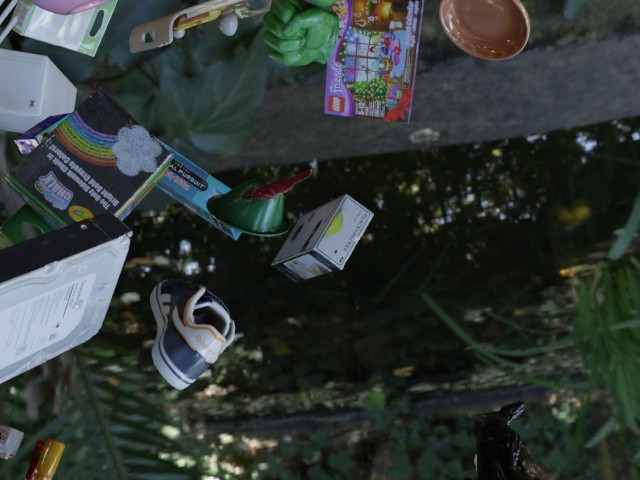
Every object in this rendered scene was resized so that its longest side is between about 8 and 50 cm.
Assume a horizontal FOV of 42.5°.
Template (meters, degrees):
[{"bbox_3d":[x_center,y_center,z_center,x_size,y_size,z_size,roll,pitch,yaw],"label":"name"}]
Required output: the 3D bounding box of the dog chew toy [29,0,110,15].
[{"bbox_3d":[-0.373,-0.487,1.127,0.206,0.332,0.206,-20,-166,5],"label":"dog chew toy"}]

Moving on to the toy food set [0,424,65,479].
[{"bbox_3d":[-0.640,0.466,1.755,0.232,0.105,0.111,7,156,23],"label":"toy food set"}]

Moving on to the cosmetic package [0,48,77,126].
[{"bbox_3d":[-0.754,-0.364,2.084,0.196,0.155,0.365,8,176,-7],"label":"cosmetic package"}]

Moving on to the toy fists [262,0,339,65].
[{"bbox_3d":[-0.015,-0.448,1.538,0.142,0.096,0.279,4,132,-29],"label":"toy fists"}]

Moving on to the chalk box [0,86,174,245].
[{"bbox_3d":[-0.425,-0.089,1.443,0.289,0.180,0.179,-49,-173,-17],"label":"chalk box"}]

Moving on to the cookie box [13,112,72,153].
[{"bbox_3d":[-0.593,-0.232,1.786,0.091,0.040,0.107,1,-144,42],"label":"cookie box"}]

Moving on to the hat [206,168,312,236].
[{"bbox_3d":[-0.116,-0.124,1.692,0.208,0.173,0.184,20,116,6],"label":"hat"}]

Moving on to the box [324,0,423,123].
[{"bbox_3d":[0.117,-0.415,1.845,0.200,0.057,0.293,8,123,8],"label":"box"}]

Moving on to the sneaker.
[{"bbox_3d":[-0.226,0.141,1.491,0.127,0.321,0.126,-40,115,6],"label":"sneaker"}]

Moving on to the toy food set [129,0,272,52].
[{"bbox_3d":[-0.260,-0.492,1.871,0.306,0.092,0.219,-28,-159,-28],"label":"toy food set"}]

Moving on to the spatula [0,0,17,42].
[{"bbox_3d":[-0.696,-0.454,1.755,0.019,0.242,0.168,19,139,-9],"label":"spatula"}]

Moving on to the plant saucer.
[{"bbox_3d":[0.345,-0.465,1.720,0.200,0.037,0.200,26,153,14],"label":"plant saucer"}]

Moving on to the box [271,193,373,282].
[{"bbox_3d":[0.000,0.000,2.031,0.087,0.169,0.290,37,160,-14],"label":"box"}]

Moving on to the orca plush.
[{"bbox_3d":[0.314,0.338,1.301,0.151,0.287,0.102,15,120,8],"label":"orca plush"}]

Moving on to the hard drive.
[{"bbox_3d":[-0.434,0.105,1.175,0.339,0.064,0.237,-28,153,-52],"label":"hard drive"}]

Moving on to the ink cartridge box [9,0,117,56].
[{"bbox_3d":[-0.613,-0.553,1.983,0.235,0.056,0.171,1,118,-63],"label":"ink cartridge box"}]

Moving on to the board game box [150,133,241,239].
[{"bbox_3d":[-0.327,-0.138,2.017,0.336,0.079,0.254,34,173,0],"label":"board game box"}]
